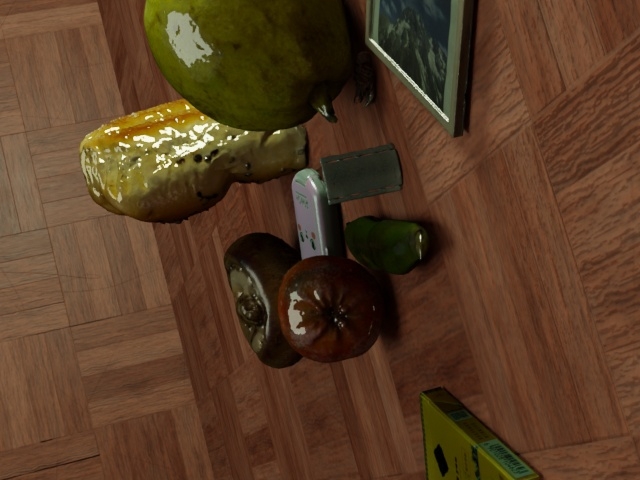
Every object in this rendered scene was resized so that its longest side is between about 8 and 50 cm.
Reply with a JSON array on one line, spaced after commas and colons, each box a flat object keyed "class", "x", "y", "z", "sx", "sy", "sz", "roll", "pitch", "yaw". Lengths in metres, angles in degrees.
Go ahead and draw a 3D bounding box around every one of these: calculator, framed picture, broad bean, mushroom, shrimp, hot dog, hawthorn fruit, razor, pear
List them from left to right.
[{"class": "hot dog", "x": -0.246, "y": -0.150, "z": 2.074, "sx": 0.367, "sy": 0.365, "sz": 0.196, "roll": -147, "pitch": 46, "yaw": -68}, {"class": "pear", "x": -0.090, "y": -0.293, "z": 1.630, "sx": 0.375, "sy": 0.287, "sz": 0.287, "roll": 50, "pitch": 152, "yaw": 25}, {"class": "mushroom", "x": -0.088, "y": 0.109, "z": 2.100, "sx": 0.253, "sy": 0.153, "sz": 0.253, "roll": 165, "pitch": 90, "yaw": -75}, {"class": "calculator", "x": 0.000, "y": 0.000, "z": 1.928, "sx": 0.141, "sy": 0.045, "sz": 0.246, "roll": -143, "pitch": 43, "yaw": -66}, {"class": "hawthorn fruit", "x": 0.014, "y": 0.102, "z": 1.747, "sx": 0.173, "sy": 0.172, "sz": 0.173, "roll": 168, "pitch": 90, "yaw": -74}, {"class": "razor", "x": 0.042, "y": -0.096, "z": 1.674, "sx": 0.232, "sy": 0.106, "sz": 0.068, "roll": -161, "pitch": 60, "yaw": -82}, {"class": "shrimp", "x": 0.062, "y": -0.219, "z": 1.601, "sx": 0.038, "sy": 0.029, "sz": 0.092, "roll": 55, "pitch": 159, "yaw": 35}, {"class": "broad bean", "x": 0.091, "y": 0.007, "z": 1.598, "sx": 0.339, "sy": 0.061, "sz": 0.077, "roll": -166, "pitch": 77, "yaw": -72}, {"class": "framed picture", "x": 0.115, "y": -0.276, "z": 1.391, "sx": 0.281, "sy": 0.019, "sz": 0.209, "roll": -124, "pitch": 28, "yaw": -52}]

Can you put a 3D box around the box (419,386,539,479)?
[{"class": "box", "x": 0.203, "y": 0.313, "z": 1.481, "sx": 0.279, "sy": 0.041, "sz": 0.153, "roll": -141, "pitch": 41, "yaw": -65}]
